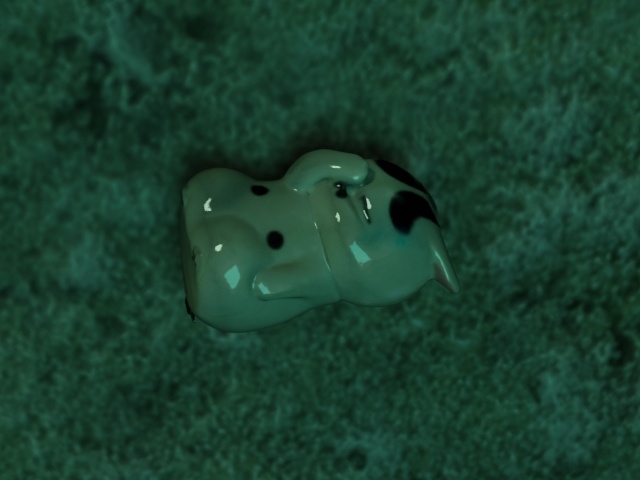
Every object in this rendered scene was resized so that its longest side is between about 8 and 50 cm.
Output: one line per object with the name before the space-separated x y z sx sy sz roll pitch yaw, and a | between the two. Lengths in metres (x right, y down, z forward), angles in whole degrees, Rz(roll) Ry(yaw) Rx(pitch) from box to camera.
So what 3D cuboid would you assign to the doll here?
doll | -0.007 -0.001 1.049 0.181 0.110 0.107 -12 140 -1
